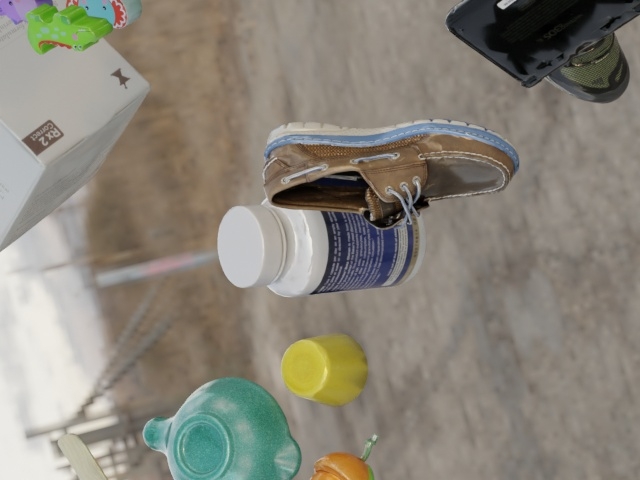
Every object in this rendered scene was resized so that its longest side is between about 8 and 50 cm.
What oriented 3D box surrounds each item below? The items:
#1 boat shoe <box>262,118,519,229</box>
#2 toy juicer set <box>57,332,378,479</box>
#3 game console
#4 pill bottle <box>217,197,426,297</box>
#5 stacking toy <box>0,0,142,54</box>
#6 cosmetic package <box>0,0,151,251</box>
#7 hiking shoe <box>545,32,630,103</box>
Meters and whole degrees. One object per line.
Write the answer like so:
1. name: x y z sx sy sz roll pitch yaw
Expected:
1. boat shoe: 0.049 -0.041 1.241 0.066 0.183 0.066 74 -160 -50
2. toy juicer set: -0.081 0.232 1.650 0.089 0.329 0.209 11 -121 -61
3. game console: 0.154 -0.149 1.044 0.122 0.107 0.071 -34 29 51
4. pill bottle: 0.000 0.000 1.502 0.094 0.169 0.094 8 100 52
5. stacking toy: -0.176 -0.162 1.172 0.221 0.167 0.052 8 122 36
6. cosmetic package: -0.284 -0.115 1.637 0.151 0.151 0.184 45 142 2
7. hiking shoe: 0.236 -0.211 1.656 0.227 0.086 0.114 52 175 -27
